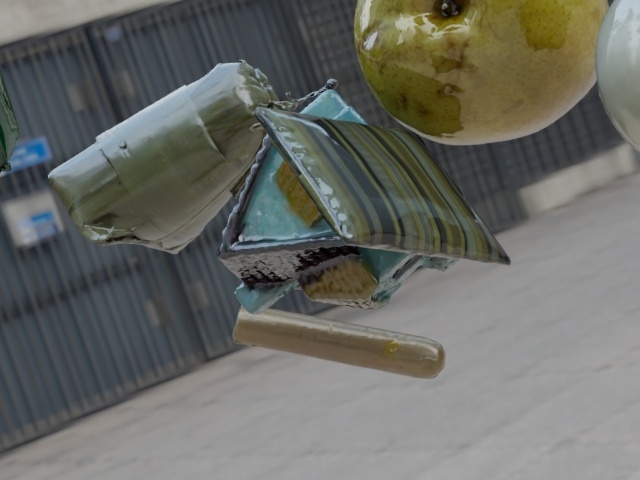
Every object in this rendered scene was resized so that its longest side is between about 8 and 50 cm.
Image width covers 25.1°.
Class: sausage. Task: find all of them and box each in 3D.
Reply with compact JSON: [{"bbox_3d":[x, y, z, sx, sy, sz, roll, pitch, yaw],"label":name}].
[{"bbox_3d":[0.026,0.142,2.011,0.301,0.066,0.066,12,6,2],"label":"sausage"}]

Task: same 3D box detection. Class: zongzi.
[{"bbox_3d":[-0.147,-0.131,2.221,0.447,0.181,0.418,-31,-19,9],"label":"zongzi"}]

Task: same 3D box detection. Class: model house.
[{"bbox_3d":[0.000,0.000,1.681,0.249,0.230,0.280,-42,-16,0],"label":"model house"}]

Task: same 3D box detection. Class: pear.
[{"bbox_3d":[0.185,-0.251,1.672,0.314,0.314,0.314,-19,4,1],"label":"pear"}]

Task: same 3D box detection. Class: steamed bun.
[{"bbox_3d":[0.394,-0.183,1.429,0.232,0.232,0.145,-20,-11,-15],"label":"steamed bun"}]

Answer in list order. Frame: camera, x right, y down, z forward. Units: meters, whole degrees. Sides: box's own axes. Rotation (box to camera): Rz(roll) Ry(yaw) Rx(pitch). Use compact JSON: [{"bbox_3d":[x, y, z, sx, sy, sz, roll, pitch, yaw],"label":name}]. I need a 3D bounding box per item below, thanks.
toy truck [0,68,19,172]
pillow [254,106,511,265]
[{"bbox_3d":[-0.292,-0.116,1.154,0.065,0.147,0.079,-1,49,5],"label":"toy truck"},{"bbox_3d":[0.060,-0.052,1.403,0.212,0.208,0.052,8,-54,-37],"label":"pillow"}]
